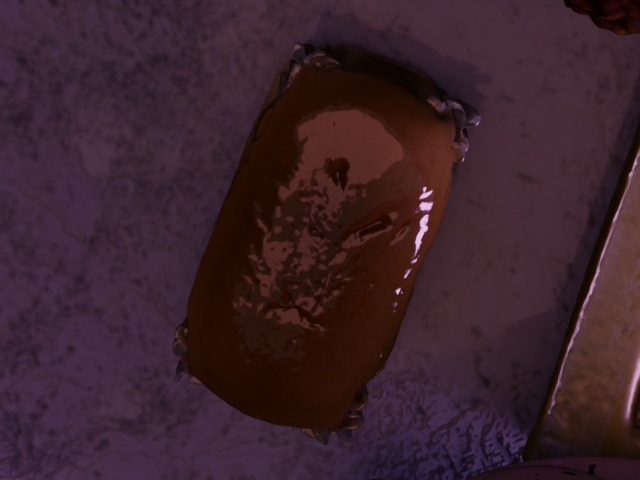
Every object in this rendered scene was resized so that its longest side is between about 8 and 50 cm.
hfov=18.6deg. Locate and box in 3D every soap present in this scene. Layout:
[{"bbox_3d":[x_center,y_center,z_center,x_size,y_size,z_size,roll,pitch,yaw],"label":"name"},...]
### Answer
[{"bbox_3d":[0.262,0.039,1.232,0.199,0.091,0.315,17,108,4],"label":"soap"}]

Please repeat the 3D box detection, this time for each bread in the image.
[{"bbox_3d":[0.000,0.000,1.250,0.136,0.107,0.241,21,108,-1],"label":"bread"}]

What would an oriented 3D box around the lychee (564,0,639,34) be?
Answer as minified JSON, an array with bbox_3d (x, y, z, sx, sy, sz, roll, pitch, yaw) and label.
[{"bbox_3d":[0.211,-0.238,1.091,0.271,0.236,0.236,-26,101,-7],"label":"lychee"}]

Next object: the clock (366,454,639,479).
[{"bbox_3d":[0.170,0.251,1.231,0.309,0.114,0.284,-14,123,30],"label":"clock"}]
